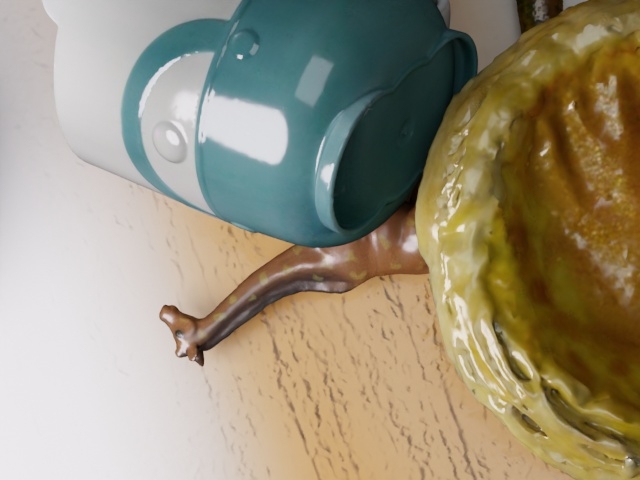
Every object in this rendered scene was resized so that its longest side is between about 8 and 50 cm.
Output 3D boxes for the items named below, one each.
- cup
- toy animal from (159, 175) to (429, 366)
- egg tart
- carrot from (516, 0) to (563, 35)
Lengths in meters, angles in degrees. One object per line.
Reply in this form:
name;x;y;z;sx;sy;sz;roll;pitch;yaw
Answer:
cup;-0.027;-0.136;1.204;0.257;0.219;0.289;24;41;25
toy animal;0.000;0.000;1.272;0.224;0.066;0.230;11;79;9
egg tart;0.255;0.004;1.191;0.387;0.169;0.388;1;84;-5
carrot;0.173;-0.178;1.296;0.042;0.042;0.171;-3;85;3
